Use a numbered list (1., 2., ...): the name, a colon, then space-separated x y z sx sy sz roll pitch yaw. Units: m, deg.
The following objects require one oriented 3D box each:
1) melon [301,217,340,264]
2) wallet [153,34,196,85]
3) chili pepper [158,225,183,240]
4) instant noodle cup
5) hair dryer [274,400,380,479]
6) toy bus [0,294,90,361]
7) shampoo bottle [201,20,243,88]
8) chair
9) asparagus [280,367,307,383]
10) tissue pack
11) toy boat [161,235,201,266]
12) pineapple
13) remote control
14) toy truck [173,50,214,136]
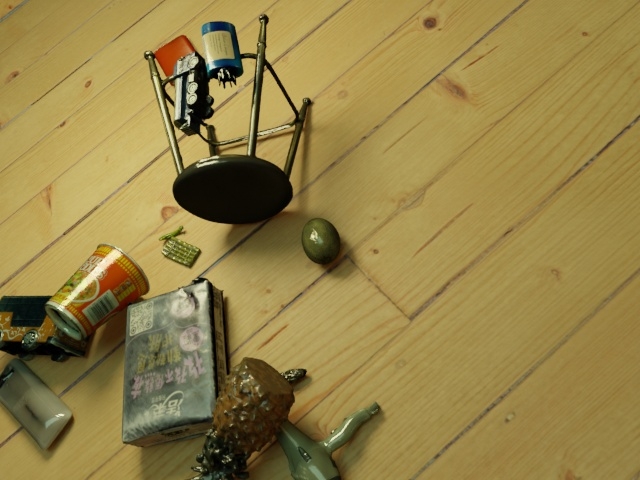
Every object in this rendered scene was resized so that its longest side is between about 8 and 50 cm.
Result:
1. melon: 0.000 0.000 1.363 0.098 0.098 0.131 -24 56 7
2. wallet: -0.511 -0.651 1.956 0.142 0.045 0.204 -33 56 -1
3. chili pepper: -0.434 -0.021 1.583 0.083 0.030 0.017 -29 74 9
4. instant noodle cup: -0.588 0.144 1.414 0.193 0.193 0.212 15 46 27
5. hair dryer: -0.013 0.408 1.164 0.219 0.088 0.225 15 55 31
6. toy bus: -0.776 0.240 1.505 0.275 0.138 0.167 -2 60 22
7. shampoo bottle: -0.237 -0.448 1.311 0.087 0.050 0.183 -6 66 -16
8. chair: -0.238 -0.284 1.475 0.362 0.364 0.410 -11 64 14
9. asparagus: -0.106 0.329 1.261 0.165 0.030 0.036 -22 46 9
10. tissue pack: -0.357 0.297 1.326 0.259 0.122 0.361 -19 59 12
11. toy boat: -0.398 0.032 1.547 0.115 0.016 0.063 20 70 29
12. pineapple: -0.188 0.424 1.142 0.169 0.169 0.340 34 97 32
13. remote control: -0.787 0.429 1.450 0.313 0.055 0.109 26 74 31
14. toy truck: -0.307 -0.346 1.298 0.088 0.074 0.202 -13 68 23
